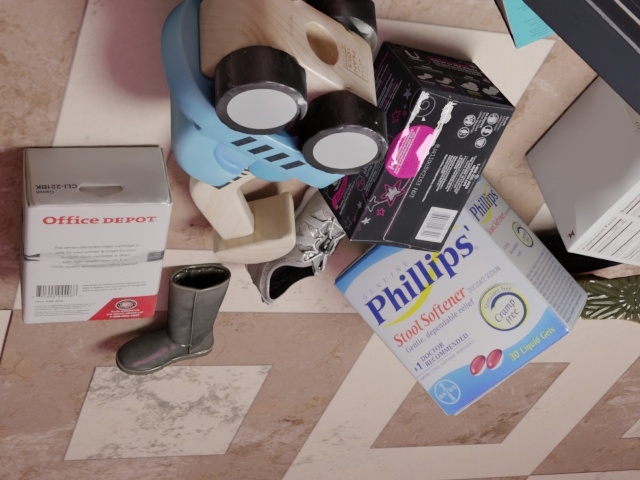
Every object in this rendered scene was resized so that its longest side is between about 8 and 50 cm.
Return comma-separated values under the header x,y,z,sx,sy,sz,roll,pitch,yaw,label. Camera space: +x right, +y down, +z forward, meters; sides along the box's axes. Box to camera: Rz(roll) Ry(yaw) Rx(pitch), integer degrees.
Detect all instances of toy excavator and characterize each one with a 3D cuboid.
x,y,z,sx,sy,sz,roll,pitch,yaw,label
-0.095,-0.139,1.562,0.445,0.222,0.433,-26,146,36,toy excavator

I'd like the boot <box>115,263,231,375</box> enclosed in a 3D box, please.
x,y,z,sx,sy,sz,roll,pitch,yaw,label
-0.244,0.131,1.933,0.189,0.076,0.208,-18,153,-22,boot

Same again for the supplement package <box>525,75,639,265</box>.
x,y,z,sx,sy,sz,roll,pitch,yaw,label
0.501,-0.097,1.808,0.262,0.199,0.198,10,136,-31,supplement package

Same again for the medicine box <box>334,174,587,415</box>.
x,y,z,sx,sy,sz,roll,pitch,yaw,label
0.219,0.078,1.851,0.263,0.289,0.149,-42,180,30,medicine box

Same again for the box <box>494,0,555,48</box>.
x,y,z,sx,sy,sz,roll,pitch,yaw,label
0.232,-0.357,1.447,0.060,0.100,0.244,-21,144,8,box

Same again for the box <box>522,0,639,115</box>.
x,y,z,sx,sy,sz,roll,pitch,yaw,label
0.429,-0.306,1.333,0.296,0.183,0.294,43,88,-7,box

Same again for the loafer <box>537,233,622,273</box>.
x,y,z,sx,sy,sz,roll,pitch,yaw,label
0.449,0.020,2.051,0.223,0.076,0.078,-6,162,-2,loafer

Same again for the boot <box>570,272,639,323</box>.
x,y,z,sx,sy,sz,roll,pitch,yaw,label
0.508,0.091,1.993,0.236,0.089,0.269,6,-179,7,boot

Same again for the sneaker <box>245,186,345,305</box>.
x,y,z,sx,sy,sz,roll,pitch,yaw,label
0.000,0.000,1.816,0.105,0.115,0.281,22,129,-40,sneaker

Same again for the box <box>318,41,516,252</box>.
x,y,z,sx,sy,sz,roll,pitch,yaw,label
0.129,-0.128,1.635,0.163,0.142,0.247,8,123,-29,box

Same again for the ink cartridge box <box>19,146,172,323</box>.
x,y,z,sx,sy,sz,roll,pitch,yaw,label
-0.329,-0.006,1.686,0.197,0.114,0.273,-2,142,-17,ink cartridge box
